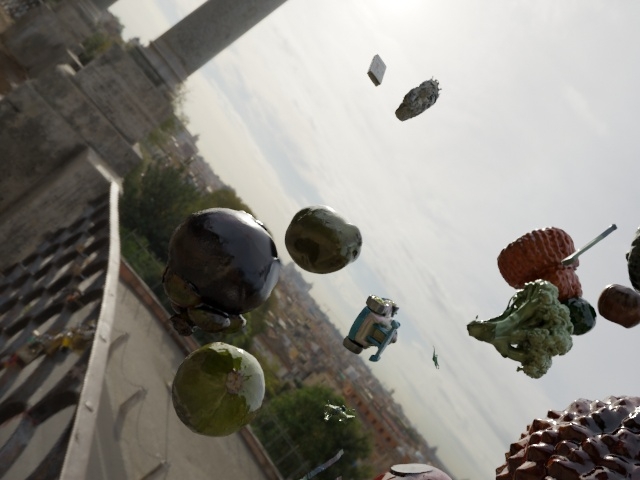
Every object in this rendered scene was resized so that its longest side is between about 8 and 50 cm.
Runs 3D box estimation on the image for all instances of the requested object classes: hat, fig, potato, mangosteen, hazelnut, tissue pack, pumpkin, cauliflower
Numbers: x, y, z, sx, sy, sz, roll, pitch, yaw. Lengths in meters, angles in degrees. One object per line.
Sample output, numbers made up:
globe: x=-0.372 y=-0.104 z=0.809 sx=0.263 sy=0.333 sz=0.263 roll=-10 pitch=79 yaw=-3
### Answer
hat: x=0.851 y=0.163 z=1.942 sx=0.285 sy=0.285 sz=0.400 roll=62 pitch=4 yaw=-68
fig: x=-0.344 y=0.516 z=1.850 sx=0.343 sy=0.343 sz=0.343 roll=50 pitch=-5 yaw=5
potato: x=0.000 y=0.000 z=1.959 sx=0.326 sy=0.243 sz=0.220 roll=39 pitch=-21 yaw=47
mangosteen: x=-0.313 y=0.106 z=1.738 sx=0.381 sy=0.381 sz=0.420 roll=76 pitch=17 yaw=-79
hazelnut: x=1.033 y=0.222 z=1.824 sx=0.154 sy=0.143 sz=0.143 roll=38 pitch=-12 yaw=49
tissue pack: x=0.170 y=-0.512 z=1.602 sx=0.056 sy=0.023 sz=0.108 roll=48 pitch=41 yaw=-27
pumpkin: x=0.855 y=0.044 z=1.346 sx=0.152 sy=0.211 sz=0.211 roll=23 pitch=-21 yaw=38
cauliflower: x=0.637 y=0.285 z=1.626 sx=0.260 sy=0.281 sz=0.326 roll=14 pitch=-62 yaw=53

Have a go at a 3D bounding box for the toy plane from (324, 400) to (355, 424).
toy plane: x=0.045 y=0.488 z=1.515 sx=0.111 sy=0.102 sz=0.040 roll=13 pitch=-79 yaw=54

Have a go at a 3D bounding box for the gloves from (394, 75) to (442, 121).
gloves: x=0.294 y=-0.422 z=1.617 sx=0.070 sy=0.153 sz=0.114 roll=56 pitch=-8 yaw=11

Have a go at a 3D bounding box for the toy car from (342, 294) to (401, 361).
toy car: x=0.132 y=0.193 z=1.132 sx=0.098 sy=0.126 sz=0.161 roll=37 pitch=11 yaw=31

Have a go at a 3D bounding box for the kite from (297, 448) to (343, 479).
kite: x=-0.037 y=0.534 z=1.086 sx=0.015 sy=0.310 sz=0.169 roll=-4 pitch=-76 yaw=41

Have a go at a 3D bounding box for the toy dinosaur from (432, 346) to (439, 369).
toy dinosaur: x=0.415 y=0.429 z=1.941 sx=0.062 sy=0.021 sz=0.083 roll=3 pitch=69 yaw=-72

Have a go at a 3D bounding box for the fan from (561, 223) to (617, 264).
fan: x=0.612 y=0.007 z=1.210 sx=0.016 sy=0.193 sz=0.038 roll=60 pitch=-26 yaw=4

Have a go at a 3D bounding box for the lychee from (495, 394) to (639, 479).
lychee: x=0.424 y=0.405 z=0.687 sx=0.424 sy=0.425 sz=0.499 roll=45 pitch=-26 yaw=48

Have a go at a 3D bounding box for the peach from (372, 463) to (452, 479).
peach: x=0.269 y=0.832 z=1.576 sx=0.406 sy=0.335 sz=0.309 roll=7 pitch=82 yaw=-60
